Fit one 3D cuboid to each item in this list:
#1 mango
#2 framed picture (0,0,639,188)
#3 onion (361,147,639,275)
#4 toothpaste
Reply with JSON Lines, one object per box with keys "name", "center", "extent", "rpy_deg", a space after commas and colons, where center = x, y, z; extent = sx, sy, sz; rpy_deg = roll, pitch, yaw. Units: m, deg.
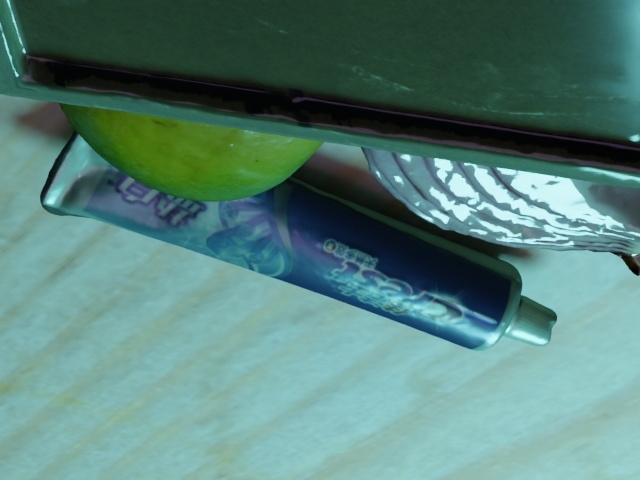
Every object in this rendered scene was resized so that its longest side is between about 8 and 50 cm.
{"name": "mango", "center": [-0.045, -0.076, 0.660], "extent": [0.130, 0.092, 0.195], "rpy_deg": [-2, 154, 3]}
{"name": "framed picture", "center": [0.051, -0.087, 0.466], "extent": [0.335, 0.022, 0.247], "rpy_deg": [8, 154, 4]}
{"name": "onion", "center": [0.122, -0.098, 0.575], "extent": [0.227, 0.120, 0.283], "rpy_deg": [2, 153, 7]}
{"name": "toothpaste", "center": [0.001, 0.000, 0.802], "extent": [0.268, 0.047, 0.069], "rpy_deg": [22, 154, -19]}
